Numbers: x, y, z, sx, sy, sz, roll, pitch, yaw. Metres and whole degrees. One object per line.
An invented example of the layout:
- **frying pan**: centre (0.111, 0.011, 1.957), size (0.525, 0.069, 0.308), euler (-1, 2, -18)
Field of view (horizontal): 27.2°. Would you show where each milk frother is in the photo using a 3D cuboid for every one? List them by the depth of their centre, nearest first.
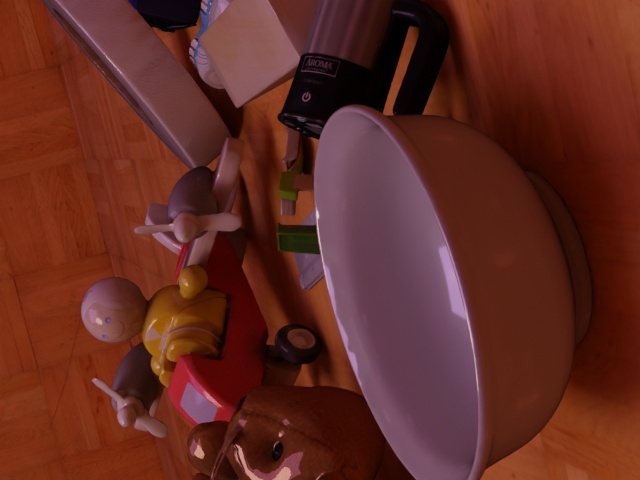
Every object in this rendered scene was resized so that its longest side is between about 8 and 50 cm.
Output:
- **milk frother**: centre (0.051, -0.139, 1.112), size (0.143, 0.129, 0.135), euler (33, -106, -72)

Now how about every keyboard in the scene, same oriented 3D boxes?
- **keyboard**: centre (0.000, 0.000, 1.549), size (0.256, 0.014, 0.072), euler (134, 125, -71)

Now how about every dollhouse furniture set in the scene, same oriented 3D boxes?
- **dollhouse furniture set**: centre (-0.014, -0.056, 1.496), size (0.076, 0.058, 0.152), euler (88, -175, -49)

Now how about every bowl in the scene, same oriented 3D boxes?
- **bowl**: centre (0.109, 0.031, 0.985), size (0.298, 0.134, 0.298), euler (165, 90, -74)

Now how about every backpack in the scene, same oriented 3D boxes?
- **backpack**: centre (-0.213, -0.335, 1.807), size (0.120, 0.098, 0.101), euler (-176, 101, -73)

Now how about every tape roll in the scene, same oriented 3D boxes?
- **tape roll**: centre (-0.271, -0.259, 1.805), size (0.392, 0.072, 0.392), euler (48, 175, 5)

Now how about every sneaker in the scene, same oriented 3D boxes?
- **sneaker**: centre (-0.111, -0.234, 1.605), size (0.083, 0.071, 0.191), euler (61, 160, 24)

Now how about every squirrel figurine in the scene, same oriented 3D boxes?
- **squirrel figurine**: centre (0.006, 0.334, 1.459), size (0.397, 0.281, 0.370), euler (35, 125, 8)

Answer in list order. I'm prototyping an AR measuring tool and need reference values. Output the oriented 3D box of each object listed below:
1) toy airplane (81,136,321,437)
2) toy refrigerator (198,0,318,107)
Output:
- **toy airplane**: centre (-0.188, 0.073, 1.762), size (0.384, 0.272, 0.386), euler (170, 100, -65)
- **toy refrigerator**: centre (-0.033, -0.209, 1.266), size (0.094, 0.102, 0.269), euler (61, 165, -6)
